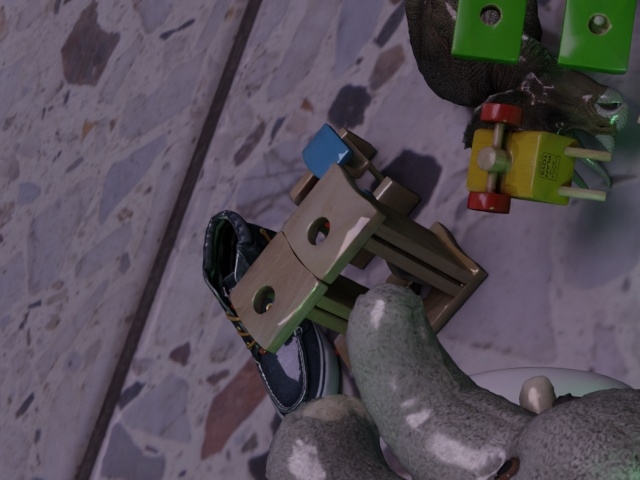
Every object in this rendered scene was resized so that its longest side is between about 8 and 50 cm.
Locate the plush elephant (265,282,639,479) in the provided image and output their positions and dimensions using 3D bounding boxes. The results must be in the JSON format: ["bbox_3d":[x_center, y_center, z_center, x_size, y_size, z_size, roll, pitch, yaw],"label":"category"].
[{"bbox_3d":[0.069,0.140,0.593,0.330,0.272,0.255,33,127,25],"label":"plush elephant"}]

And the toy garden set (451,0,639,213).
[{"bbox_3d":[0.206,-0.107,0.889,0.244,0.049,0.204,8,89,8],"label":"toy garden set"}]

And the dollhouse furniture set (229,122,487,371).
[{"bbox_3d":[0.000,0.000,1.044,0.129,0.129,0.184,-51,44,13],"label":"dollhouse furniture set"}]

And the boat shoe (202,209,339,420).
[{"bbox_3d":[-0.045,0.061,1.091,0.065,0.083,0.183,-38,47,25],"label":"boat shoe"}]

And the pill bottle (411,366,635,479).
[{"bbox_3d":[0.124,0.216,0.794,0.146,0.146,0.264,-20,57,37],"label":"pill bottle"}]

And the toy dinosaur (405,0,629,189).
[{"bbox_3d":[0.105,-0.158,1.027,0.313,0.121,0.160,-129,40,-60],"label":"toy dinosaur"}]
